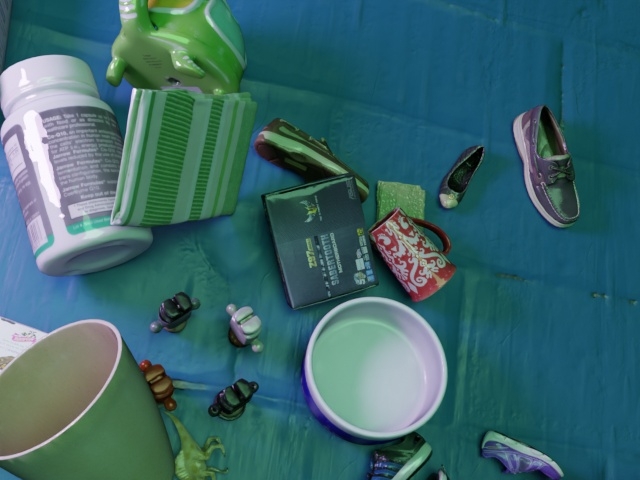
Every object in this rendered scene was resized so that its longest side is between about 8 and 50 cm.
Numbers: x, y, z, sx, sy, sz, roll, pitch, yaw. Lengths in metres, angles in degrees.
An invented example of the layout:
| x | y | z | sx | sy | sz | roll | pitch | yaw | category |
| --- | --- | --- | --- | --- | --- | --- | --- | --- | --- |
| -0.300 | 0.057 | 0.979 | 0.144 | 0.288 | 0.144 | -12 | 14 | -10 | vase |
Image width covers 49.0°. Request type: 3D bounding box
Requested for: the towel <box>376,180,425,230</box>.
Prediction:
| x | y | z | sx | sy | sz | roll | pitch | yaw | category |
| --- | --- | --- | --- | --- | --- | --- | --- | --- | --- |
| 0.170 | -0.055 | 1.493 | 0.110 | 0.027 | 0.148 | 7 | 72 | -13 | towel |

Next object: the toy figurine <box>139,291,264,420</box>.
| x | y | z | sx | sy | sz | roll | pitch | yaw | category |
| --- | --- | --- | --- | --- | --- | --- | --- | --- | --- |
| -0.211 | 0.210 | 1.261 | 0.213 | 0.148 | 0.209 | 10 | 66 | -9 | toy figurine |

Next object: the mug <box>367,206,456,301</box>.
| x | y | z | sx | sy | sz | roll | pitch | yaw | category |
| --- | --- | --- | --- | --- | --- | --- | --- | --- | --- |
| 0.182 | 0.018 | 1.427 | 0.169 | 0.113 | 0.150 | 49 | 29 | -6 | mug |

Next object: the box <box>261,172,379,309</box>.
| x | y | z | sx | sy | sz | roll | pitch | yaw | category |
| --- | --- | --- | --- | --- | --- | --- | --- | --- | --- |
| 0.000 | 0.000 | 1.370 | 0.184 | 0.059 | 0.232 | -14 | 98 | -12 | box |

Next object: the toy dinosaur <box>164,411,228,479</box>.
| x | y | z | sx | sy | sz | roll | pitch | yaw | category |
| --- | --- | --- | --- | --- | --- | --- | --- | --- | --- |
| -0.219 | 0.382 | 1.250 | 0.093 | 0.053 | 0.183 | -14 | 78 | -16 | toy dinosaur |

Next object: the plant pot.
| x | y | z | sx | sy | sz | roll | pitch | yaw | category |
| --- | --- | --- | --- | --- | --- | --- | --- | --- | --- |
| -0.357 | 0.311 | 1.121 | 0.256 | 0.257 | 0.274 | -44 | 128 | -21 | plant pot |

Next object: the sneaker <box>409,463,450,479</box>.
| x | y | z | sx | sy | sz | roll | pitch | yaw | category |
| --- | --- | --- | --- | --- | --- | --- | --- | --- | --- |
| 0.259 | 0.502 | 1.313 | 0.235 | 0.094 | 0.152 | 6 | 81 | -2 | sneaker |

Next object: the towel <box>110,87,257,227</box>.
| x | y | z | sx | sy | sz | roll | pitch | yaw | category |
| --- | --- | --- | --- | --- | --- | --- | --- | --- | --- |
| -0.231 | -0.148 | 1.244 | 0.038 | 0.325 | 0.247 | 21 | 107 | 24 | towel |

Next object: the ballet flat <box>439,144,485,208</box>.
| x | y | z | sx | sy | sz | roll | pitch | yaw | category |
| --- | --- | --- | --- | --- | --- | --- | --- | --- | --- |
| 0.309 | -0.144 | 1.543 | 0.058 | 0.049 | 0.173 | 31 | 69 | -3 | ballet flat |

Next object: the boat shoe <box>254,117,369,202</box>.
| x | y | z | sx | sy | sz | roll | pitch | yaw | category |
| --- | --- | --- | --- | --- | --- | --- | --- | --- | --- |
| -0.004 | -0.173 | 1.451 | 0.258 | 0.095 | 0.095 | 30 | 60 | -5 | boat shoe |

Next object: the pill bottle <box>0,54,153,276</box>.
| x | y | z | sx | sy | sz | roll | pitch | yaw | category |
| --- | --- | --- | --- | --- | --- | --- | --- | --- | --- |
| -0.448 | -0.134 | 1.264 | 0.204 | 0.204 | 0.360 | -16 | 79 | -18 | pill bottle |

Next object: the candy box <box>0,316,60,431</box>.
| x | y | z | sx | sy | sz | roll | pitch | yaw | category |
| --- | --- | --- | --- | --- | --- | --- | --- | --- | --- |
| -0.532 | 0.243 | 1.202 | 0.165 | 0.070 | 0.196 | 22 | 70 | -7 | candy box |

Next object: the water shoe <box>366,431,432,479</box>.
| x | y | z | sx | sy | sz | roll | pitch | yaw | category |
| --- | --- | --- | --- | --- | --- | --- | --- | --- | --- |
| 0.119 | 0.438 | 1.322 | 0.203 | 0.072 | 0.080 | -34 | 64 | -25 | water shoe |

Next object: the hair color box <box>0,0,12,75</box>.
| x | y | z | sx | sy | sz | roll | pitch | yaw | category |
| --- | --- | --- | --- | --- | --- | --- | --- | --- | --- |
| -0.658 | -0.421 | 1.305 | 0.114 | 0.185 | 0.374 | 4 | 73 | -13 | hair color box |

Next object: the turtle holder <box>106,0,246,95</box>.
| x | y | z | sx | sy | sz | roll | pitch | yaw | category |
| --- | --- | --- | --- | --- | --- | --- | --- | --- | --- |
| -0.284 | -0.385 | 1.338 | 0.320 | 0.243 | 0.227 | 28 | 65 | -35 | turtle holder |

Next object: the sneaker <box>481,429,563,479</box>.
| x | y | z | sx | sy | sz | roll | pitch | yaw | category |
| --- | --- | --- | --- | --- | --- | --- | --- | --- | --- |
| 0.397 | 0.438 | 1.396 | 0.170 | 0.068 | 0.071 | 23 | 85 | 2 | sneaker |

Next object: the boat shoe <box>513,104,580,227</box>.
| x | y | z | sx | sy | sz | roll | pitch | yaw | category |
| --- | --- | --- | --- | --- | --- | --- | --- | --- | --- |
| 0.519 | -0.171 | 1.581 | 0.103 | 0.092 | 0.285 | -10 | 76 | -17 | boat shoe |

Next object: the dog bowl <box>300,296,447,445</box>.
| x | y | z | sx | sy | sz | roll | pitch | yaw | category |
| --- | --- | --- | --- | --- | --- | --- | --- | --- | --- |
| 0.098 | 0.246 | 1.323 | 0.265 | 0.104 | 0.264 | 4 | 65 | -9 | dog bowl |
